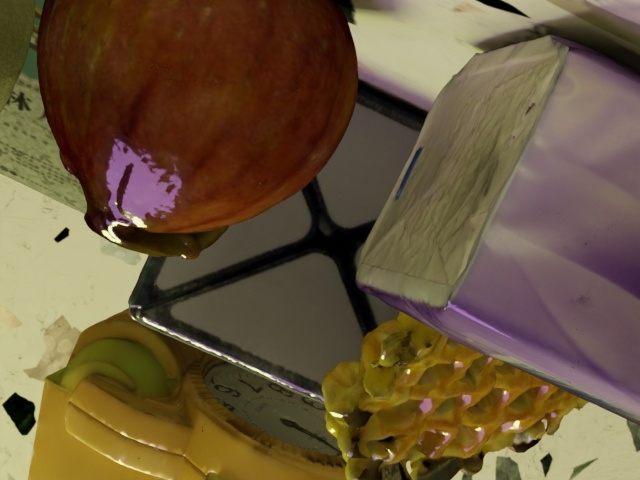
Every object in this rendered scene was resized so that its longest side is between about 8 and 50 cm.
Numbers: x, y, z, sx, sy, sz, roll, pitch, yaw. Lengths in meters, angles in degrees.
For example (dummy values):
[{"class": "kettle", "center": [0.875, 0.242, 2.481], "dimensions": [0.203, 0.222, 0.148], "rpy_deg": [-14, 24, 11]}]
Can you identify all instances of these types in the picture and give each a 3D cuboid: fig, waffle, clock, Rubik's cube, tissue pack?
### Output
[{"class": "fig", "center": [-0.077, -0.084, 0.972], "dimensions": [0.205, 0.205, 0.205], "rpy_deg": [25, 178, 1]}, {"class": "waffle", "center": [0.133, 0.075, 1.196], "dimensions": [0.329, 0.329, 0.062], "rpy_deg": [28, -156, -55]}, {"class": "clock", "center": [-0.082, 0.191, 1.543], "dimensions": [0.317, 0.200, 0.244], "rpy_deg": [23, -160, 14]}, {"class": "Rubik's cube", "center": [0.000, 0.000, 1.393], "dimensions": [0.255, 0.259, 0.260], "rpy_deg": [24, 175, -5]}, {"class": "tissue pack", "center": [0.213, 0.032, 0.873], "dimensions": [0.338, 0.160, 0.242], "rpy_deg": [25, 180, -11]}]

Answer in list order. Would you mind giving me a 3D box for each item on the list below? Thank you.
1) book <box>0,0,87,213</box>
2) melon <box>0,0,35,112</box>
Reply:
[{"class": "book", "center": [-0.223, -0.138, 1.322], "dimensions": [0.264, 0.031, 0.379], "rpy_deg": [24, 151, 1]}, {"class": "melon", "center": [-0.340, -0.169, 1.073], "dimensions": [0.272, 0.271, 0.308], "rpy_deg": [23, 170, 44]}]
